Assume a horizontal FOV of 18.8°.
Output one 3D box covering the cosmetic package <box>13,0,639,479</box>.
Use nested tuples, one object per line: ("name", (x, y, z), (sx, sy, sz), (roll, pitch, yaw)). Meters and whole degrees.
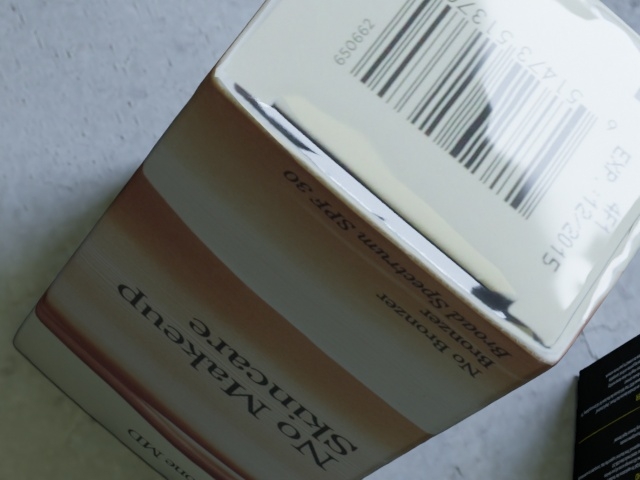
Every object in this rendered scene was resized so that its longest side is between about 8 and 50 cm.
("cosmetic package", (0.000, 0.000, 0.757), (0.153, 0.296, 0.129), (39, 62, -3))

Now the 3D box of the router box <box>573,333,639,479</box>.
("router box", (0.166, 0.099, 0.853), (0.046, 0.179, 0.133), (13, 67, -15))
